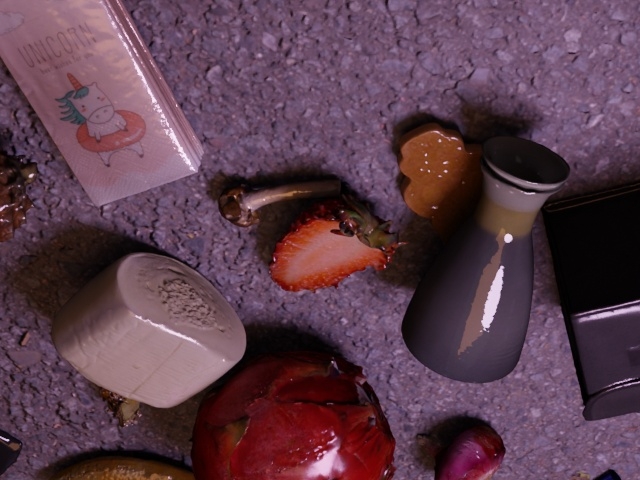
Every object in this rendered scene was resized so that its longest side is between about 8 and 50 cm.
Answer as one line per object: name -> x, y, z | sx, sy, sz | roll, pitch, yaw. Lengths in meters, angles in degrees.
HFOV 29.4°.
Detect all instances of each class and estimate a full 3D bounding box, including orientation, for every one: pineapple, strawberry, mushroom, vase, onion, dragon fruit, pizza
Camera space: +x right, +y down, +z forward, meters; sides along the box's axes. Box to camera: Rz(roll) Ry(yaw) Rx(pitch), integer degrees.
pineapple -> -0.306, 0.252, 1.921 | 0.077, 0.114, 0.114 | -16, 132, -9
strawberry -> 0.002, -0.005, 1.716 | 0.208, 0.087, 0.167 | -19, 145, 35
mushroom -> -0.050, -0.056, 1.698 | 0.187, 0.061, 0.060 | -8, 155, 3
pineapple -> -0.467, -0.063, 1.649 | 0.193, 0.166, 0.166 | -23, 124, 4
vase -> 0.227, 0.023, 1.652 | 0.173, 0.173, 0.321 | 10, 124, -6
onion -> 0.215, 0.349, 1.972 | 0.140, 0.150, 0.150 | 38, 129, 22
dragon fruit -> -0.039, 0.310, 1.840 | 0.301, 0.295, 0.295 | -29, 122, 6
pizza -> -0.317, 0.437, 2.082 | 0.292, 0.058, 0.197 | 0, 128, 4

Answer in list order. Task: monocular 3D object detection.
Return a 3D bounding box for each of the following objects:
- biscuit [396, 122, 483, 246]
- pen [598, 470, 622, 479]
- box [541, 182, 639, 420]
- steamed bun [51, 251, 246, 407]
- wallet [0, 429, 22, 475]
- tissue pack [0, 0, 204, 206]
biscuit -> 0.190, -0.071, 1.689 | 0.144, 0.040, 0.236 | -31, 122, 16
pen -> 0.408, 0.475, 2.101 | 0.033, 0.033, 0.269 | 36, 120, -23
box -> 0.489, 0.059, 1.647 | 0.345, 0.251, 0.204 | -15, 125, 11
steamed bun -> -0.251, 0.127, 1.783 | 0.250, 0.155, 0.200 | 33, 125, -29
wallet -> -0.642, 0.315, 2.018 | 0.285, 0.030, 0.146 | 34, 118, -23
tissue pack -> -0.296, -0.205, 1.582 | 0.170, 0.071, 0.325 | -16, 125, 16
